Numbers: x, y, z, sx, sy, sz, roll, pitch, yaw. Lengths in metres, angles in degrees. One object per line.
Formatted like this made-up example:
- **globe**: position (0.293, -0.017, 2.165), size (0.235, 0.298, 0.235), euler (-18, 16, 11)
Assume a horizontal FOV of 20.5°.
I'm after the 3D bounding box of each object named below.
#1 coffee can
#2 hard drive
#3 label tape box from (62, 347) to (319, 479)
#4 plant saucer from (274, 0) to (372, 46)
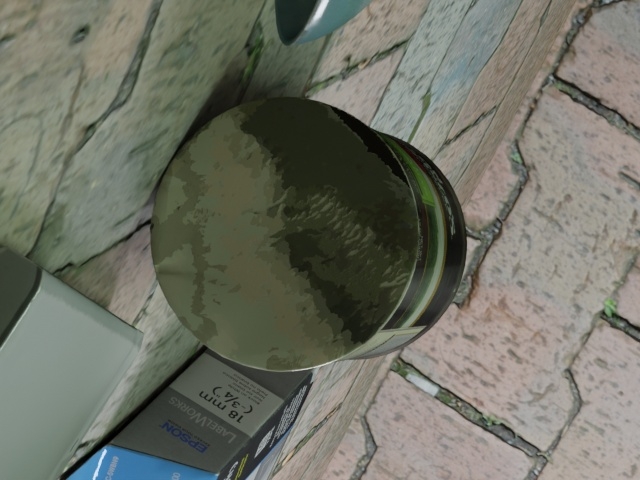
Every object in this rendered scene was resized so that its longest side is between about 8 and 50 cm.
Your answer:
- **coffee can**: position (0.000, 0.000, 1.409), size (0.201, 0.202, 0.275), euler (-59, 169, 5)
- **hard drive**: position (-0.217, 0.122, 1.207), size (0.203, 0.040, 0.307), euler (-57, 170, -6)
- **label tape box**: position (-0.149, 0.253, 1.706), size (0.334, 0.106, 0.240), euler (-44, 161, -54)
- **plant saucer**: position (0.029, -0.248, 0.866), size (0.317, 0.044, 0.317), euler (-170, -90, -80)
